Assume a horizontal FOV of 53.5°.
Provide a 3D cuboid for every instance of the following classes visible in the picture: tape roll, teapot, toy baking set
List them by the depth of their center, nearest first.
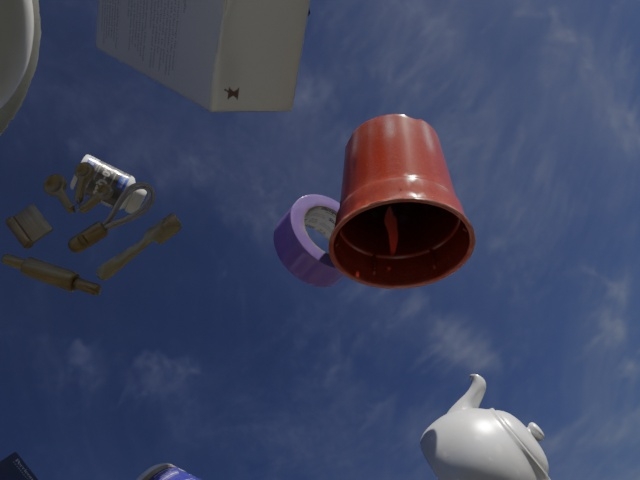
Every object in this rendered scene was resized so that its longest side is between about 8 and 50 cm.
[{"bbox_3d":[-0.346,-0.017,0.937,0.030,0.256,0.197,72,-139,-70],"label":"toy baking set"},{"bbox_3d":[0.310,0.388,1.096,0.187,0.256,0.252,-37,-5,2],"label":"teapot"},{"bbox_3d":[0.000,0.000,1.360,0.188,0.189,0.080,-1,-31,-38],"label":"tape roll"}]

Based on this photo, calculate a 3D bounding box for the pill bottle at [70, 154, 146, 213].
[{"bbox_3d":[-0.423,-0.109,1.278,0.137,0.078,0.078,27,-80,-17],"label":"pill bottle"}]

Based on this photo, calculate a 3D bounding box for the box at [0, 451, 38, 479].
[{"bbox_3d":[-0.449,0.403,0.851,0.108,0.207,0.153,-39,-89,-1],"label":"box"}]

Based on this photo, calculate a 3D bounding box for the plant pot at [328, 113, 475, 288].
[{"bbox_3d":[0.152,-0.089,1.257,0.272,0.265,0.273,1,-38,0],"label":"plant pot"}]

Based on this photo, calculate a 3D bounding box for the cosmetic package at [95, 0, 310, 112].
[{"bbox_3d":[-0.222,-0.393,1.095,0.161,0.453,0.230,-9,-59,-39],"label":"cosmetic package"}]

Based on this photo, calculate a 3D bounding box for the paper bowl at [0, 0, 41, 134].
[{"bbox_3d":[-0.343,-0.180,0.481,0.284,0.148,0.285,-38,-46,-54],"label":"paper bowl"}]

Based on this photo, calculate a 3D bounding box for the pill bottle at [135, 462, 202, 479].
[{"bbox_3d":[-0.159,0.375,0.822,0.112,0.186,0.112,-30,-54,-51],"label":"pill bottle"}]

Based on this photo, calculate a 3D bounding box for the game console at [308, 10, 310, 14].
[{"bbox_3d":[-0.082,-0.517,1.320,0.213,0.044,0.361,-19,-13,-39],"label":"game console"}]
